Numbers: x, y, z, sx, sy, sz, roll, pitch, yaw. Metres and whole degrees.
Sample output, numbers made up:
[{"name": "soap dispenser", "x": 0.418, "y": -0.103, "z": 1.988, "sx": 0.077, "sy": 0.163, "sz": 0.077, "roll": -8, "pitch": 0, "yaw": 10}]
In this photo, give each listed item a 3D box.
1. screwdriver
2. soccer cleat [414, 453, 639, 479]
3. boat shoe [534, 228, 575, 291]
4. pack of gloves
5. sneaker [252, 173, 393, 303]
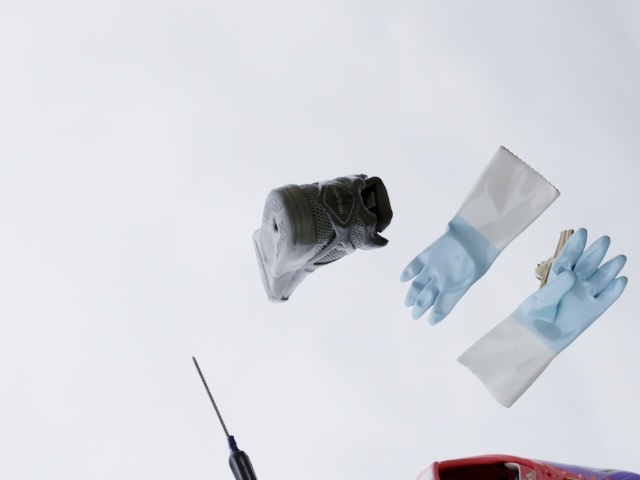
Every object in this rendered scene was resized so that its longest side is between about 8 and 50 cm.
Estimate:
[{"name": "screwdriver", "x": -0.103, "y": 0.198, "z": 0.830, "sx": 0.024, "sy": 0.025, "sz": 0.169, "roll": 61, "pitch": -175, "yaw": -70}, {"name": "soccer cleat", "x": 0.266, "y": 0.307, "z": 0.909, "sx": 0.319, "sy": 0.116, "sz": 0.108, "roll": 1, "pitch": -133, "yaw": -3}, {"name": "boat shoe", "x": 0.296, "y": 0.046, "z": 0.977, "sx": 0.050, "sy": 0.045, "sz": 0.135, "roll": 43, "pitch": -120, "yaw": -56}, {"name": "pack of gloves", "x": 0.195, "y": 0.048, "z": 0.829, "sx": 0.195, "sy": 0.232, "sz": 0.046, "roll": 43, "pitch": -151, "yaw": 15}, {"name": "sneaker", "x": 0.000, "y": 0.000, "z": 0.783, "sx": 0.130, "sy": 0.227, "sz": 0.087, "roll": -12, "pitch": -109, "yaw": -18}]
